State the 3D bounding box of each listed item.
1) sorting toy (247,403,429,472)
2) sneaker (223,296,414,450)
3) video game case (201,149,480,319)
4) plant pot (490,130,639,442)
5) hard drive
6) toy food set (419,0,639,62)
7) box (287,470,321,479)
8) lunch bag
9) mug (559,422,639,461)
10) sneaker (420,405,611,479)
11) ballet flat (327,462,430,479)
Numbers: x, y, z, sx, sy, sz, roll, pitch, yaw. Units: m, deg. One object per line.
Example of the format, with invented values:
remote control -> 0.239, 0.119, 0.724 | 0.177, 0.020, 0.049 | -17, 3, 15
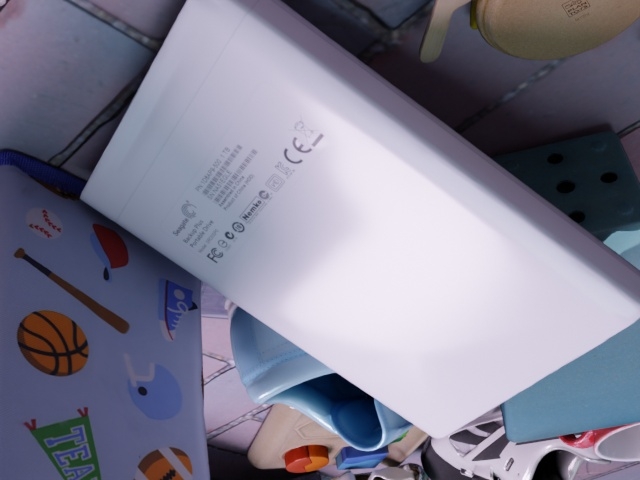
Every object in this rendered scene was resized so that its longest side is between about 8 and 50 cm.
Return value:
sorting toy -> 0.044, 0.247, 1.082 | 0.228, 0.041, 0.307 | 6, 144, -16
sneaker -> 0.061, 0.144, 0.803 | 0.365, 0.150, 0.135 | 19, 139, -32
video game case -> 0.000, 0.000, 0.741 | 0.195, 0.026, 0.274 | 6, 142, -17
plant pot -> 0.219, 0.034, 0.707 | 0.165, 0.166, 0.234 | -12, 137, 9
hard drive -> 0.019, -0.004, 0.594 | 0.353, 0.047, 0.233 | 35, 133, -9
toy food set -> 0.160, -0.167, 0.522 | 0.191, 0.039, 0.132 | -3, 152, -12
box -> -0.217, 0.450, 1.177 | 0.318, 0.097, 0.394 | -28, 161, 31
lunch bag -> -0.260, 0.184, 0.686 | 0.238, 0.328, 0.385 | 25, 128, -33
mug -> 0.298, 0.129, 0.839 | 0.150, 0.169, 0.113 | -19, 144, 19
sneaker -> 0.251, 0.295, 1.095 | 0.122, 0.146, 0.330 | 13, 142, -26
ballet flat -> 0.064, 0.353, 1.173 | 0.188, 0.070, 0.070 | -10, 145, -1
